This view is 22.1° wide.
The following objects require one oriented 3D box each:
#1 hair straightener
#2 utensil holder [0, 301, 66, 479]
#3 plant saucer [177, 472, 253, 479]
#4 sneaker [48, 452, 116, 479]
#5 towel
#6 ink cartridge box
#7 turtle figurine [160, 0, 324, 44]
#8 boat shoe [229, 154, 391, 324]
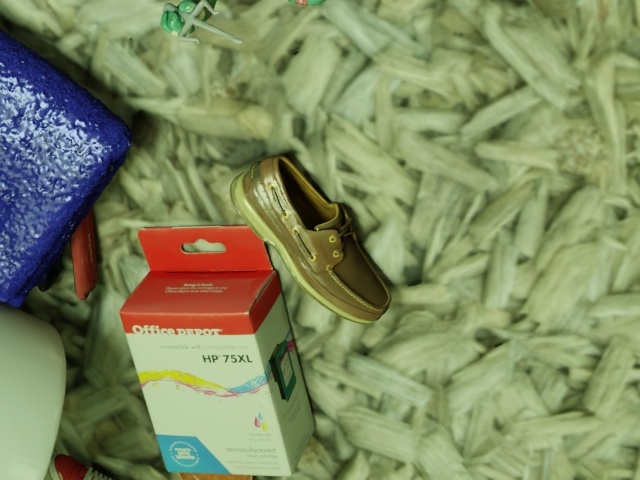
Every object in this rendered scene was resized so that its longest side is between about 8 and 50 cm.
[{"bbox_3d":[-0.257,-0.053,1.496,0.089,0.047,0.230,8,123,16],"label":"hair straightener"},{"bbox_3d":[-0.463,0.142,1.445,0.385,0.328,0.327,24,131,-26],"label":"utensil holder"},{"bbox_3d":[-0.106,0.225,1.638,0.083,0.013,0.083,10,125,15],"label":"plant saucer"},{"bbox_3d":[-0.222,0.256,1.684,0.067,0.042,0.118,-24,118,36],"label":"sneaker"},{"bbox_3d":[-0.339,-0.097,1.428,0.308,0.076,0.228,35,119,-4],"label":"towel"},{"bbox_3d":[-0.099,0.103,1.516,0.134,0.078,0.231,-2,120,22],"label":"ink cartridge box"},{"bbox_3d":[-0.068,-0.237,1.264,0.234,0.118,0.175,39,113,13],"label":"turtle figurine"},{"bbox_3d":[0.000,0.000,1.420,0.178,0.064,0.060,46,127,-8],"label":"boat shoe"}]
